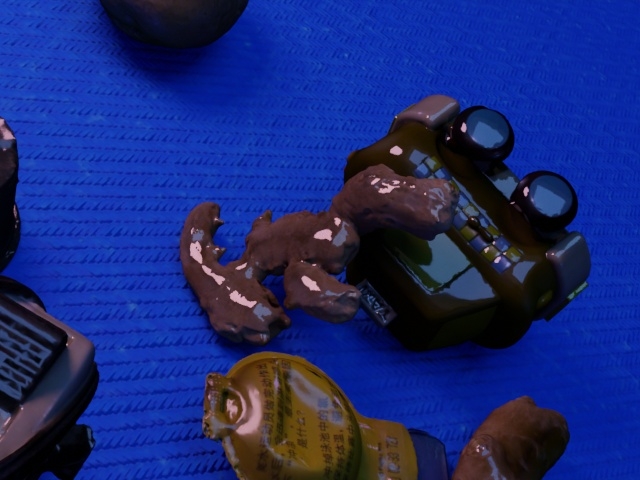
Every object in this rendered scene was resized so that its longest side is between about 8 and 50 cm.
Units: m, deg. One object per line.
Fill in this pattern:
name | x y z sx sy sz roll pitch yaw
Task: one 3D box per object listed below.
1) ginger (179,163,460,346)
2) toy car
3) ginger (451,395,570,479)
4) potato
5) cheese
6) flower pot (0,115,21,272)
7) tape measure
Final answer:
ginger | -0.001 0.015 0.906 0.259 0.065 0.149 -9 69 13
toy car | 0.111 0.004 0.989 0.198 0.204 0.248 -36 77 -21
ginger | 0.163 0.205 0.906 0.095 0.069 0.190 47 44 1
potato | -0.163 -0.293 1.084 0.178 0.160 0.235 49 12 -43
cheese | 0.010 0.172 0.852 0.250 0.064 0.156 22 46 -26
flower pot | -0.311 -0.048 0.820 0.157 0.107 0.157 15 47 -17
tape measure | -0.213 0.123 0.612 0.133 0.271 0.231 31 46 -4
